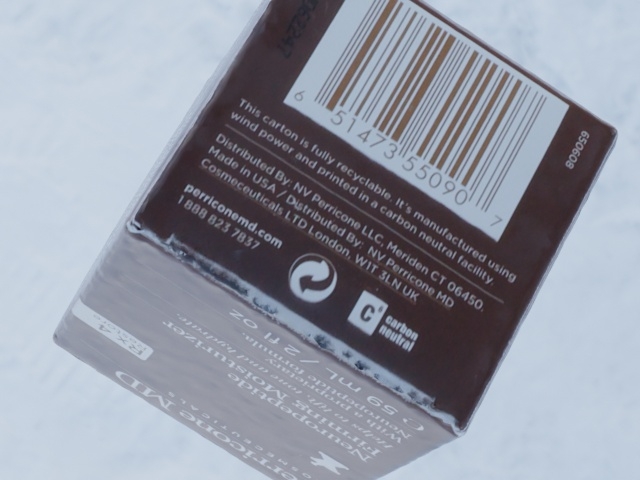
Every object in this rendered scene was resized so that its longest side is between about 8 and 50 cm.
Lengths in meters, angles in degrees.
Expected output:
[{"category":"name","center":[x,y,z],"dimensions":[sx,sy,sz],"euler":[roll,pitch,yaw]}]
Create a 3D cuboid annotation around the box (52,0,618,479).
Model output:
[{"category":"box","center":[0.000,0.000,0.879],"dimensions":[0.168,0.203,0.167],"euler":[32,67,-6]}]
